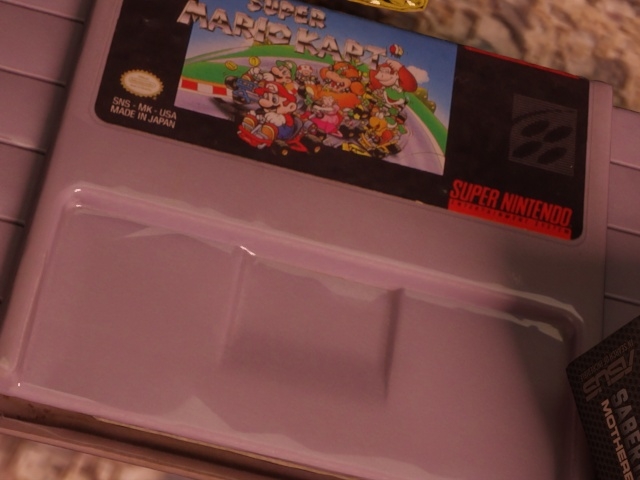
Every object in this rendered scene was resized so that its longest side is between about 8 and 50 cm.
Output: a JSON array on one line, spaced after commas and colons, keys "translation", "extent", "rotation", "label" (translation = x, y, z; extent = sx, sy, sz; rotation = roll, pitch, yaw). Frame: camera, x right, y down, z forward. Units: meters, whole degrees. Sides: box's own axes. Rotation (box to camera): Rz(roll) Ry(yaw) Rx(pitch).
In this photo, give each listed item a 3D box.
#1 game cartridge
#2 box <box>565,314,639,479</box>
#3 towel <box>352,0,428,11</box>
[{"translation": [0.000, 0.000, 0.717], "extent": [0.355, 0.068, 0.230], "rotation": [14, 59, -7], "label": "game cartridge"}, {"translation": [0.223, 0.120, 0.661], "extent": [0.232, 0.059, 0.183], "rotation": [3, 61, -31], "label": "box"}, {"translation": [-0.011, -0.200, 0.842], "extent": [0.102, 0.021, 0.237], "rotation": [12, 43, -22], "label": "towel"}]
